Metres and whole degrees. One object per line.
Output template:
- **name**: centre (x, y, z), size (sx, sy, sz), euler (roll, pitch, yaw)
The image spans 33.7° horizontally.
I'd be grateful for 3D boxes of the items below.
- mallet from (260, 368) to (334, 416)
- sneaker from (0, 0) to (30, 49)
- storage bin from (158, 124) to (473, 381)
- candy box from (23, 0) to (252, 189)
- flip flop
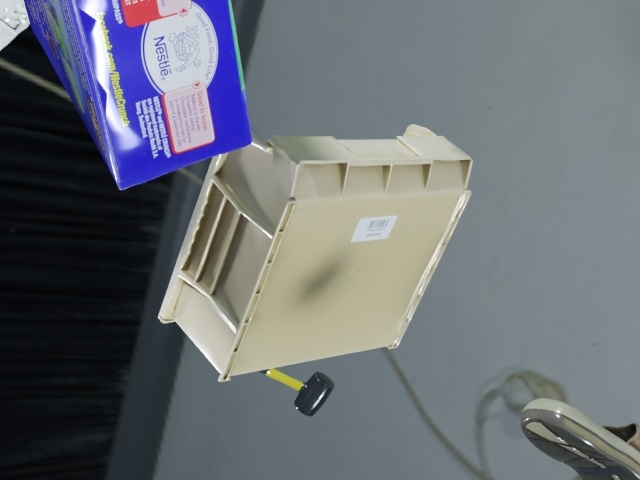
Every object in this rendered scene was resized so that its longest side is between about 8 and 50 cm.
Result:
- **mallet**: centre (-0.075, 0.198, 1.525), size (0.062, 0.189, 0.039), euler (-64, 15, 17)
- **sneaker**: centre (-0.359, -0.296, 1.293), size (0.212, 0.080, 0.094), euler (-48, 54, 1)
- **storage bin**: centre (0.000, 0.000, 1.124), size (0.123, 0.262, 0.260), euler (45, 125, 37)
- **candy box**: centre (-0.174, -0.240, 0.832), size (0.317, 0.122, 0.268), euler (-128, 25, -47)
- **flip flop**: centre (0.324, 0.232, 1.183), size (0.112, 0.277, 0.080), euler (-13, 49, 47)
